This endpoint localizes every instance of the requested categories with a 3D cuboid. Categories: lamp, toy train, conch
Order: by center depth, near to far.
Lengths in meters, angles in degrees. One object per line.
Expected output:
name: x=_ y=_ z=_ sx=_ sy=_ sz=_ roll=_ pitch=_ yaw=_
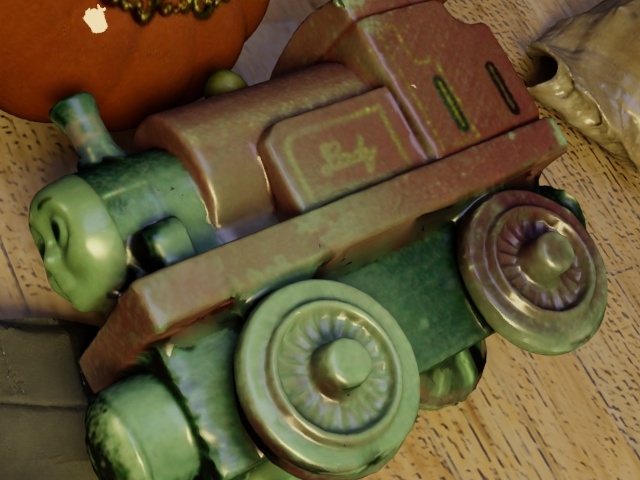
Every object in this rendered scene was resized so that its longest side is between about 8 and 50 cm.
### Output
toy train: x=0.000 y=0.000 z=0.497 sx=0.304 sy=0.150 sz=0.221 roll=-24 pitch=79 yaw=-35
lamp: x=-0.127 y=-0.170 z=0.539 sx=0.223 sy=0.196 sz=0.223 roll=-4 pitch=96 yaw=-41
conch: x=0.322 y=-0.133 z=0.732 sx=0.324 sy=0.186 sz=0.263 roll=18 pitch=36 yaw=-13

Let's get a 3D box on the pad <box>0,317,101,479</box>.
pad: x=-0.119 y=0.131 z=0.408 sx=0.174 sy=0.022 sz=0.233 roll=13 pitch=47 yaw=-56
